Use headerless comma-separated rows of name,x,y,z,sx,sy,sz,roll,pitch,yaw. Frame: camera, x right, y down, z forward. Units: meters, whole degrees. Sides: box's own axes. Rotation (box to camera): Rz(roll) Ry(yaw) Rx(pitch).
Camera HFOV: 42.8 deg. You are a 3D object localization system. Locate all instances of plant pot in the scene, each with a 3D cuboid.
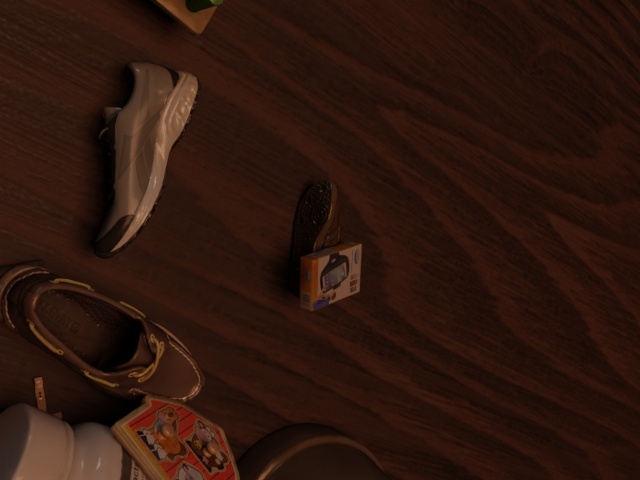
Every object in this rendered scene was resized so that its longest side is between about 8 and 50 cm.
plant pot,0.035,0.469,1.211,0.323,0.280,0.323,-5,99,-34

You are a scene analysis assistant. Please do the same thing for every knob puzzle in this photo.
knob puzzle,-0.164,0.273,1.065,0.030,0.213,0.213,-43,123,15

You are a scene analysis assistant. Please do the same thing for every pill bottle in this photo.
pill bottle,-0.264,0.357,1.035,0.361,0.204,0.204,37,74,-31

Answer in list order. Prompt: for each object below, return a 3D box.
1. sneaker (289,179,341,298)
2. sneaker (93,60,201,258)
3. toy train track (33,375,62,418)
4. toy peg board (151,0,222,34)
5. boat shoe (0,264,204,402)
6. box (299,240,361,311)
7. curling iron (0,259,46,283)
sneaker,0.000,0.000,1.277,0.071,0.066,0.188,10,94,-52
sneaker,-0.250,-0.107,1.071,0.108,0.100,0.271,20,80,-21
toy train track,-0.363,0.219,1.067,0.048,0.014,0.083,-12,101,-34
toy peg board,-0.163,-0.374,1.022,0.161,0.079,0.160,36,75,-33
boat shoe,-0.267,0.138,1.064,0.324,0.097,0.116,41,70,-37
box,0.021,0.051,1.244,0.136,0.028,0.081,-17,115,-46
curling iron,-0.461,0.071,0.973,0.274,0.035,0.068,-24,129,-36
